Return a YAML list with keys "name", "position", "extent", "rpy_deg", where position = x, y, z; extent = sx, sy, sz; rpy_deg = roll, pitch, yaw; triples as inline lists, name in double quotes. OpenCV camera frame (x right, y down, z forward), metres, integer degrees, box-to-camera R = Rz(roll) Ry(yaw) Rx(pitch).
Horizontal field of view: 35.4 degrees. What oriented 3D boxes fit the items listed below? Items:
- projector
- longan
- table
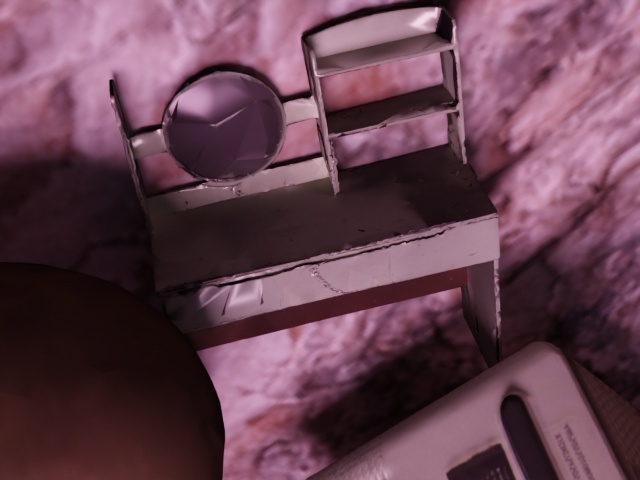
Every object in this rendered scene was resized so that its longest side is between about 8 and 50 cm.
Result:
- name: "projector"
  position: [0.114, 0.176, 0.494]
  extent: [0.177, 0.163, 0.242]
  rpy_deg: [-34, 138, 19]
- name: "longan"
  position: [-0.137, 0.099, 0.384]
  extent: [0.212, 0.198, 0.198]
  rpy_deg: [-9, 130, 34]
- name: "table"
  position: [0.000, 0.000, 0.444]
  extent: [0.146, 0.062, 0.175]
  rpy_deg: [-14, 126, -5]
